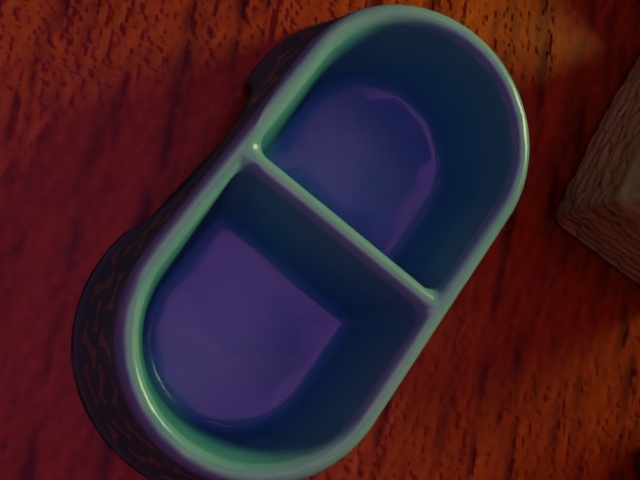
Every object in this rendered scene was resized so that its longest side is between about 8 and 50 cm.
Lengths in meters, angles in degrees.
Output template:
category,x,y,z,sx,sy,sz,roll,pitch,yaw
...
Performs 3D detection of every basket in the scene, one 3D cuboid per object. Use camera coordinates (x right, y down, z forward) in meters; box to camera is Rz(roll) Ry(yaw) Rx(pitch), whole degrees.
category,x,y,z,sx,sy,sz,roll,pitch,yaw
basket,0.233,-0.053,0.535,0.113,0.103,0.167,35,73,-11

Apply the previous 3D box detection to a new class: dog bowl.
category,x,y,z,sx,sy,sz,roll,pitch,yaw
dog bowl,0.000,0.000,0.467,0.166,0.074,0.297,39,74,-10

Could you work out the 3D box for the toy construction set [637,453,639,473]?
category,x,y,z,sx,sy,sz,roll,pitch,yaw
toy construction set,0.280,0.237,0.501,0.215,0.151,0.327,-7,75,-19
